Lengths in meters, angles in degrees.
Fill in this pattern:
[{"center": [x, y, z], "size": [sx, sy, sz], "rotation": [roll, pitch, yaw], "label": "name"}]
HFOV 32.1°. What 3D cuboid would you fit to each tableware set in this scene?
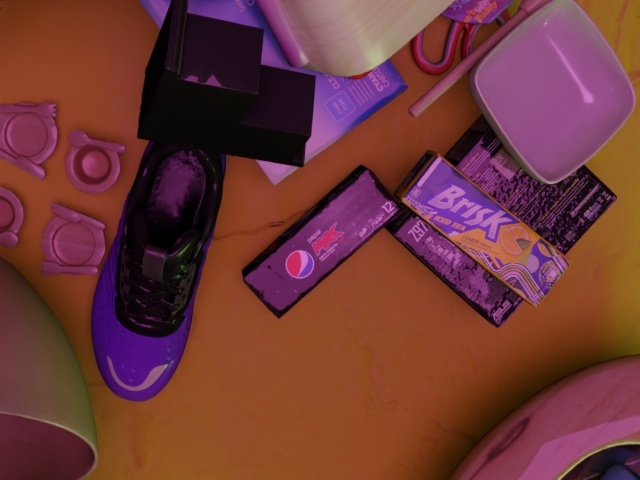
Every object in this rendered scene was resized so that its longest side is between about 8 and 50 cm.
[{"center": [-0.269, -0.050, 1.098], "size": [0.141, 0.020, 0.169], "rotation": [17, 98, 2], "label": "tableware set"}]

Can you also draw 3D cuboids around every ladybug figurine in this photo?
[{"center": [0.270, 0.288, 1.143], "size": [0.449, 0.162, 0.305], "rotation": [-43, 100, 2], "label": "ladybug figurine"}]

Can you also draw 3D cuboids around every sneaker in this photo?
[{"center": [-0.161, 0.022, 1.065], "size": [0.102, 0.146, 0.293], "rotation": [13, 97, -8], "label": "sneaker"}]

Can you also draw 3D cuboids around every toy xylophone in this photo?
[{"center": [0.095, -0.254, 0.997], "size": [0.322, 0.081, 0.236], "rotation": [-36, 134, -16], "label": "toy xylophone"}]

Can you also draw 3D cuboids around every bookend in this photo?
[{"center": [-0.066, -0.133, 0.952], "size": [0.156, 0.157, 0.072], "rotation": [9, 72, -14], "label": "bookend"}]

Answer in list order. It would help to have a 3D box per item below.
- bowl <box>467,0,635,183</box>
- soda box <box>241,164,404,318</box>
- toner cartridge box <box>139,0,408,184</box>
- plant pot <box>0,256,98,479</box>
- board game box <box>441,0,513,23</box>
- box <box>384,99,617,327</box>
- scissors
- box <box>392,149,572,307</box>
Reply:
[{"center": [0.211, -0.139, 1.046], "size": [0.142, 0.053, 0.142], "rotation": [-41, 104, -14], "label": "bowl"}, {"center": [0.000, 0.000, 1.125], "size": [0.169, 0.053, 0.060], "rotation": [-41, 100, 1], "label": "soda box"}, {"center": [-0.082, -0.242, 1.068], "size": [0.165, 0.075, 0.348], "rotation": [-36, 101, 2], "label": "toner cartridge box"}, {"center": [-0.350, 0.116, 1.024], "size": [0.284, 0.284, 0.191], "rotation": [-4, 61, -5], "label": "plant pot"}, {"center": [0.159, -0.298, 1.088], "size": [0.168, 0.033, 0.133], "rotation": [-43, 90, 2], "label": "board game box"}, {"center": [0.179, -0.029, 1.126], "size": [0.147, 0.077, 0.180], "rotation": [41, 93, -10], "label": "box"}, {"center": [0.180, -0.301, 1.112], "size": [0.109, 0.021, 0.297], "rotation": [18, 98, -6], "label": "scissors"}, {"center": [0.153, -0.012, 1.059], "size": [0.169, 0.054, 0.059], "rotation": [38, 93, -8], "label": "box"}]
